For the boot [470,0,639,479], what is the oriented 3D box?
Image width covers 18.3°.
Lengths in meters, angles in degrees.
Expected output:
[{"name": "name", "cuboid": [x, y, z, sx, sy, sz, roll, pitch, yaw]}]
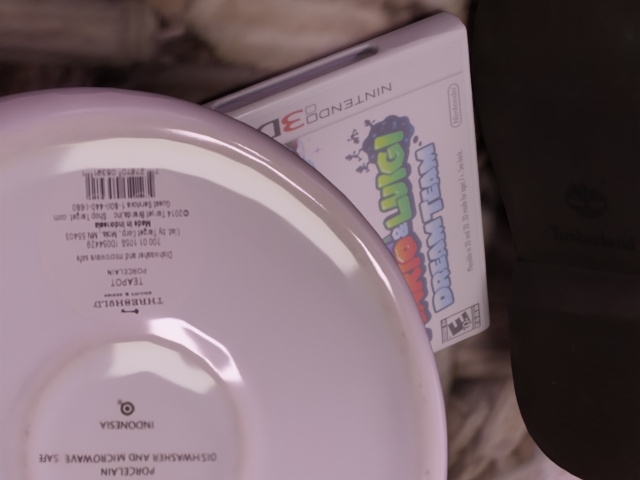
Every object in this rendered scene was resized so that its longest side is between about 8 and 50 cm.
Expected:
[{"name": "boot", "cuboid": [0.135, -0.053, 0.819, 0.115, 0.112, 0.305, -41, 138, -46]}]

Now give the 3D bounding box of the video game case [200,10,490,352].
[{"name": "video game case", "cuboid": [0.000, 0.000, 0.797, 0.143, 0.019, 0.157, -23, 130, -18]}]

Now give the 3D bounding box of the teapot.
[{"name": "teapot", "cuboid": [-0.097, 0.072, 0.680, 0.256, 0.187, 0.252, 45, 70, -14]}]
